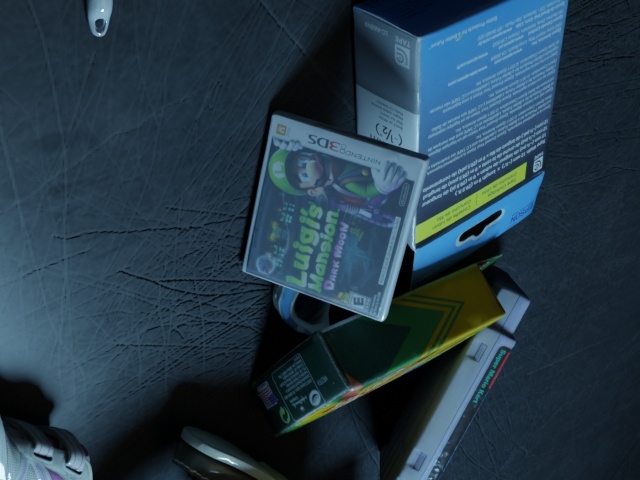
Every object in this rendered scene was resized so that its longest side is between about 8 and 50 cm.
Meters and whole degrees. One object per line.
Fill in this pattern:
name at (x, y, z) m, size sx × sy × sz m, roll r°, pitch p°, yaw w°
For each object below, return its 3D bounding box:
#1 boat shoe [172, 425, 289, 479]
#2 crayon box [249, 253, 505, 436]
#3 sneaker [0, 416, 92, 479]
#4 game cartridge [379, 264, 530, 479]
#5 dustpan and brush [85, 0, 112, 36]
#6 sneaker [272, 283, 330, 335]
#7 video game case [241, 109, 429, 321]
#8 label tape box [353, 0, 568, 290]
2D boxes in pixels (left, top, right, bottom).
boat shoe at (-0.101, 0.318, 1.104) m, size 0.091 × 0.109 × 0.305 m, roll -54°, pitch 145°, yaw -11°
crayon box at (0.091, 0.130, 1.117) m, size 0.318 × 0.081 × 0.202 m, roll -20°, pitch 165°, yaw -36°
sneaker at (-0.289, 0.217, 0.858) m, size 0.111 × 0.103 × 0.252 m, roll -35°, pitch 145°, yaw -26°
game cartridge at (0.187, 0.212, 1.270) m, size 0.355 × 0.068 × 0.230 m, roll -63°, pitch -176°, yaw 9°
dustpan and brush at (-0.170, -0.262, 0.689) m, size 0.147 × 0.060 × 0.211 m, roll -10°, pitch 116°, yaw -29°
sneaker at (0.000, 0.000, 1.010) m, size 0.085 × 0.086 × 0.237 m, roll -14°, pitch 124°, yaw -38°
video game case at (0.011, -0.025, 0.942) m, size 0.022 × 0.173 × 0.190 m, roll -41°, pitch 147°, yaw -63°
label tape box at (0.166, -0.144, 1.064) m, size 0.249 × 0.115 × 0.347 m, roll -29°, pitch 137°, yaw -29°
